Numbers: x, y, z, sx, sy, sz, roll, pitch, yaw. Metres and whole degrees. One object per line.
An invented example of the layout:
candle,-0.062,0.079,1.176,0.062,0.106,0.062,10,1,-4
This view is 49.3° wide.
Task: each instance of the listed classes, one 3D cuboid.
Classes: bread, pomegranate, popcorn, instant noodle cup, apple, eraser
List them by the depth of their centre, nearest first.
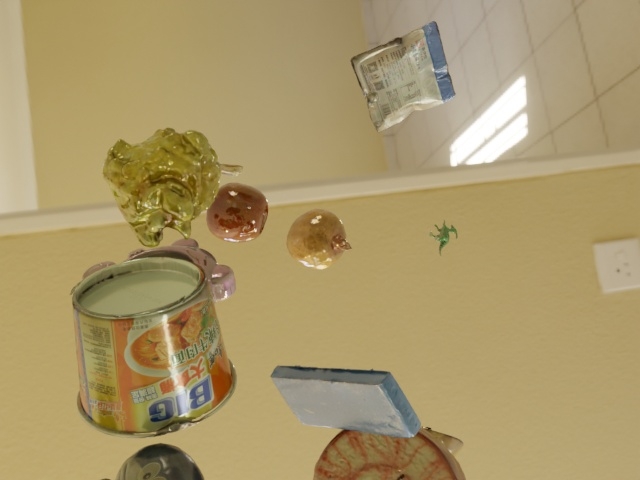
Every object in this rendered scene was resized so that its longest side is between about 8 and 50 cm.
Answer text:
instant noodle cup,-0.300,0.168,1.218,0.296,0.296,0.214,-119,22,-65
eraser,0.041,0.312,1.367,0.311,0.043,0.144,-7,121,45
bread,0.145,0.522,1.435,0.327,0.295,0.114,38,-177,21
popcorn,-0.345,-0.133,1.589,0.242,0.250,0.235,73,172,-47
apple,-0.239,-0.079,2.022,0.181,0.168,0.181,10,-90,-85
bread,-0.292,-0.227,2.244,0.070,0.083,0.035,171,105,-70
pomegranate,-0.013,-0.003,2.359,0.207,0.207,0.207,173,90,-80

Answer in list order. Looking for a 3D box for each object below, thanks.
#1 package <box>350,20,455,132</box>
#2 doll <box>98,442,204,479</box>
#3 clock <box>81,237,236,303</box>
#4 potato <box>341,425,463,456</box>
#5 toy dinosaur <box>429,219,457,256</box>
package,0.159,-0.303,1.313,0.027,0.173,0.171,-113,-2,-52
doll,-0.284,0.443,1.094,0.258,0.154,0.228,-56,43,21
clock,-0.401,0.118,1.758,0.295,0.322,0.114,33,139,40
potato,0.184,0.493,1.633,0.239,0.298,0.116,118,165,-61
toy dinosaur,0.242,-0.002,1.347,0.021,0.062,0.083,-41,51,50
